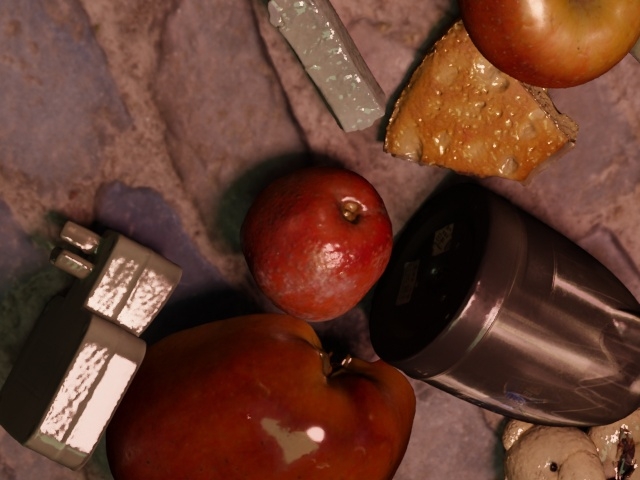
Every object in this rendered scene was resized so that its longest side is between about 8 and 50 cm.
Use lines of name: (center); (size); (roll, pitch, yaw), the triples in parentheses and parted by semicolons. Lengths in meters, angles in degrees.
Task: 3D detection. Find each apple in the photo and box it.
apple: (-0.067, 0.235, 1.970); (0.328, 0.295, 0.365); (-13, 159, -41)
apple: (0.234, -0.276, 1.663); (0.210, 0.173, 0.235); (7, 110, -26)

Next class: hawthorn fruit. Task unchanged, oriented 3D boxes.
hawthorn fruit: (0.000, 0.000, 1.845); (0.172, 0.173, 0.173); (-1, 124, -2)

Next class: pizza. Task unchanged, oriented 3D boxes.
pizza: (0.173, -0.138, 1.819); (0.188, 0.080, 0.204); (45, 124, -3)

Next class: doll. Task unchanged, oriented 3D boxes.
doll: (0.376, 0.298, 2.091); (0.278, 0.149, 0.175); (-6, 92, -14)

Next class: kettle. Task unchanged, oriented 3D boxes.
kettle: (0.228, 0.118, 1.926); (0.324, 0.228, 0.321); (27, 145, -23)

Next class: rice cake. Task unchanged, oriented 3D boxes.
rice cake: (0.006, -0.203, 1.764); (0.063, 0.069, 0.206); (-26, 120, 13)

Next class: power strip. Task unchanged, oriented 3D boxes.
power strip: (-0.284, 0.110, 1.875); (0.141, 0.229, 0.261); (30, 84, -20)

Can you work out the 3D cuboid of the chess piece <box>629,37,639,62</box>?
chess piece: (0.448, -0.270, 1.724); (0.139, 0.139, 0.272); (39, 102, -25)
